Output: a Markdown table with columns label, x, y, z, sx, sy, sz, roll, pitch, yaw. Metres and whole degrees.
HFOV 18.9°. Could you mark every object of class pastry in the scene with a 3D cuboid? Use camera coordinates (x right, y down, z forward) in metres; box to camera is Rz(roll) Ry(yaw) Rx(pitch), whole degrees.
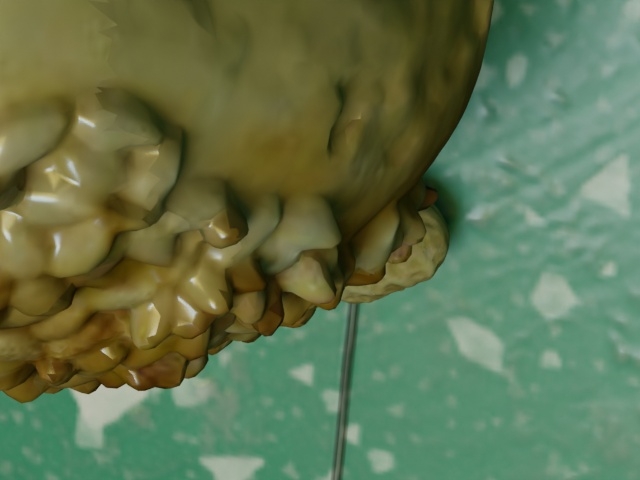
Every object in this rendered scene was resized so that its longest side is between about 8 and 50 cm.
| label | x | y | z | sx | sy | sz | roll | pitch | yaw |
| --- | --- | --- | --- | --- | --- | --- | --- | --- | --- |
| pastry | -0.138 | -0.072 | 0.643 | 0.409 | 0.409 | 0.245 | 5 | 95 | 18 |

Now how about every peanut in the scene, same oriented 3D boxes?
| label | x | y | z | sx | sy | sz | roll | pitch | yaw |
| --- | --- | --- | --- | --- | --- | --- | --- | --- | --- |
| peanut | 0.000 | 0.000 | 0.810 | 0.113 | 0.054 | 0.054 | 2 | 108 | 21 |
